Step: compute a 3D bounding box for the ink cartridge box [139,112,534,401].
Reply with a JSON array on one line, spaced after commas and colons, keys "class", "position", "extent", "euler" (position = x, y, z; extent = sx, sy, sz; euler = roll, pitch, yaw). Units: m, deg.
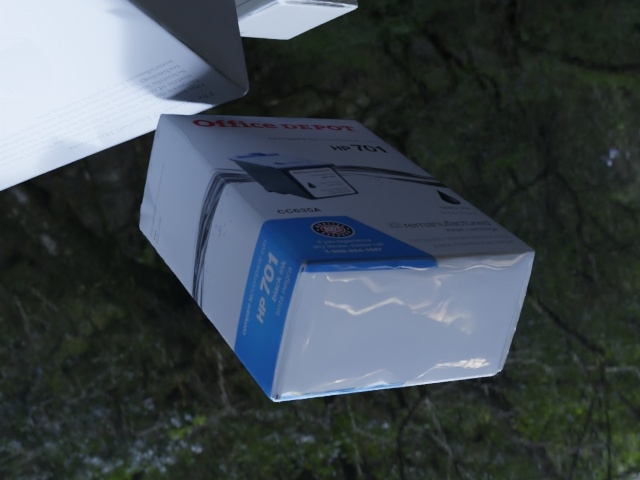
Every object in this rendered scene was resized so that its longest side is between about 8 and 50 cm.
[{"class": "ink cartridge box", "position": [0.000, 0.000, 0.602], "extent": [0.140, 0.082, 0.190], "euler": [-2, -151, -30]}]

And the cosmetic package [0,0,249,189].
[{"class": "cosmetic package", "position": [-0.195, -0.139, 0.599], "extent": [0.224, 0.225, 0.138], "euler": [-18, -113, 20]}]

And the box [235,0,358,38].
[{"class": "box", "position": [-0.064, -0.408, 1.292], "extent": [0.121, 0.311, 0.148], "euler": [-5, 177, -40]}]
